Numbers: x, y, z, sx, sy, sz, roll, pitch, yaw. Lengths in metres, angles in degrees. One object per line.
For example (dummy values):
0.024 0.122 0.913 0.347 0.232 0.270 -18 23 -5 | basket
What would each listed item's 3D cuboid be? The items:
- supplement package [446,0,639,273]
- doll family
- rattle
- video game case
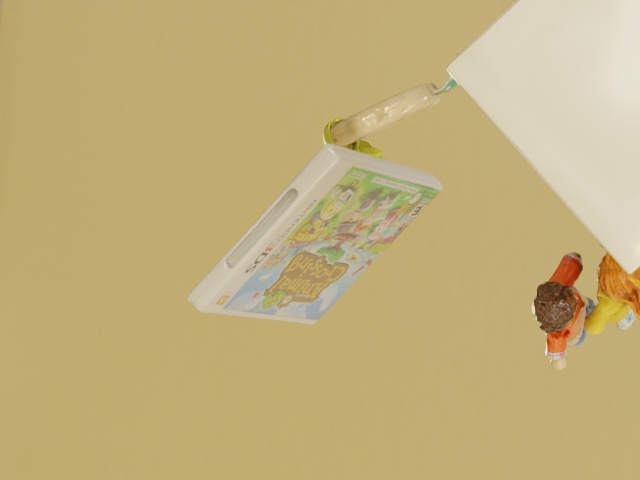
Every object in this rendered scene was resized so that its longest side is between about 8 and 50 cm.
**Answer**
0.226 -0.112 1.207 0.177 0.175 0.293 49 -165 5 | supplement package
0.240 -0.023 1.460 0.118 0.263 0.163 4 173 14 | doll family
0.113 -0.114 2.004 0.199 0.143 0.130 -23 163 -34 | rattle
0.000 0.000 1.658 0.023 0.193 0.212 51 -162 23 | video game case
